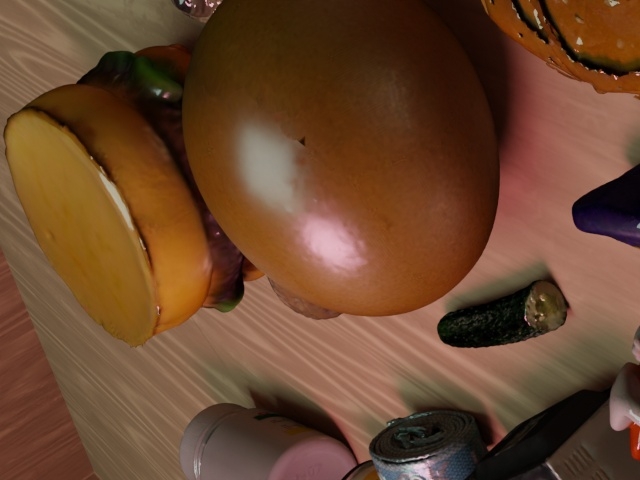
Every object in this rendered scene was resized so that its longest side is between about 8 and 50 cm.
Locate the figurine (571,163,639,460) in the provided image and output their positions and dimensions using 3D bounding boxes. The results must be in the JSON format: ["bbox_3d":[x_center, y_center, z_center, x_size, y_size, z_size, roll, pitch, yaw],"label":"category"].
[{"bbox_3d":[0.342,0.119,0.726,0.193,0.154,0.421,-6,109,38],"label":"figurine"}]

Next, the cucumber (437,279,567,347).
[{"bbox_3d":[0.191,0.092,1.026,0.214,0.052,0.058,-30,73,62],"label":"cucumber"}]

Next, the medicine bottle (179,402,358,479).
[{"bbox_3d":[-0.103,0.416,1.648,0.339,0.208,0.208,8,125,55],"label":"medicine bottle"}]

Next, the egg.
[{"bbox_3d":[0.023,-0.090,0.863,0.351,0.282,0.282,55,154,-19],"label":"egg"}]

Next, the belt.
[{"bbox_3d":[0.140,0.280,1.206,0.163,0.147,0.082,-21,99,32],"label":"belt"}]

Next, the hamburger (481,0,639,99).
[{"bbox_3d":[0.216,-0.215,0.527,0.260,0.211,0.245,22,131,54],"label":"hamburger"}]

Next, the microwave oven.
[{"bbox_3d":[0.277,0.308,0.974,0.237,0.181,0.295,51,151,10],"label":"microwave oven"}]

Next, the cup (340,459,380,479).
[{"bbox_3d":[0.146,0.404,1.284,0.279,0.196,0.196,-21,101,53],"label":"cup"}]

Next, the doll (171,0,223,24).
[{"bbox_3d":[-0.078,-0.297,1.036,0.285,0.091,0.203,25,151,29],"label":"doll"}]

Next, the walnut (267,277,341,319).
[{"bbox_3d":[0.002,0.000,1.104,0.178,0.178,0.230,35,146,35],"label":"walnut"}]

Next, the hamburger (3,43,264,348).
[{"bbox_3d":[-0.228,-0.065,1.280,0.395,0.277,0.396,35,142,33],"label":"hamburger"}]
